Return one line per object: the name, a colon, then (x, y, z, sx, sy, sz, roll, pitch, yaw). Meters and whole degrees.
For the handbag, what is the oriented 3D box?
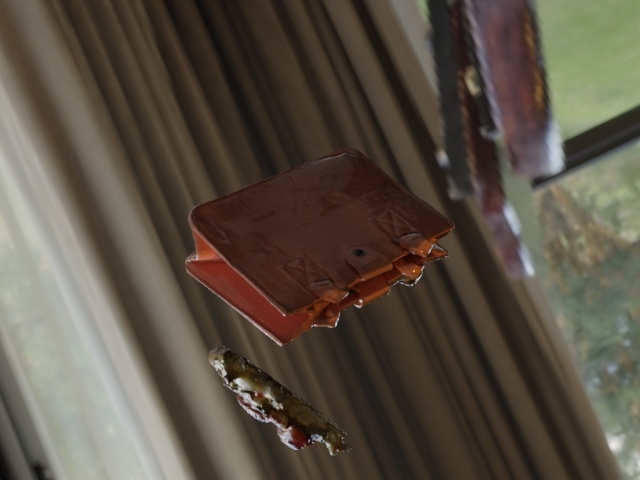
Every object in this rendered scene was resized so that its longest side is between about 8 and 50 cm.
handbag: (0.000, 0.000, 1.229, 0.212, 0.157, 0.059, -26, 140, -37)

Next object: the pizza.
pizza: (-0.040, 0.090, 0.824, 0.029, 0.100, 0.099, -55, 140, -7)
